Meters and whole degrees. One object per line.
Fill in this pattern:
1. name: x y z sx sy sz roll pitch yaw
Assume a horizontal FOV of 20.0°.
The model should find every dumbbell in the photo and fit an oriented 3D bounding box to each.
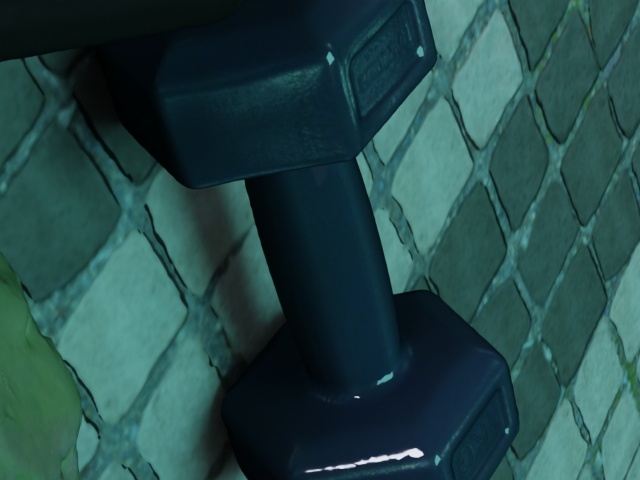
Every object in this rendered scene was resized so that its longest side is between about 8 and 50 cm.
1. dumbbell: 0.000 0.000 0.903 0.143 0.156 0.316 -28 127 -15

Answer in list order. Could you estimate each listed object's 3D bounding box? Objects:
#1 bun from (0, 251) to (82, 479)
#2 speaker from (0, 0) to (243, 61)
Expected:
1. bun: -0.174 0.105 0.625 0.283 0.179 0.283 -29 124 -54
2. speaker: -0.201 -0.132 0.517 0.388 0.180 0.184 -19 110 -54
